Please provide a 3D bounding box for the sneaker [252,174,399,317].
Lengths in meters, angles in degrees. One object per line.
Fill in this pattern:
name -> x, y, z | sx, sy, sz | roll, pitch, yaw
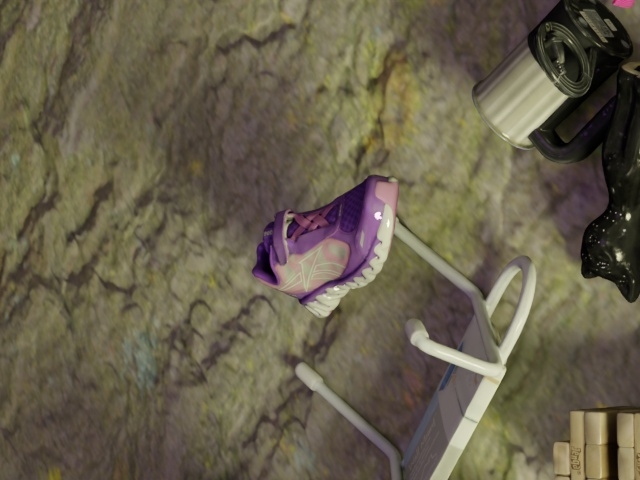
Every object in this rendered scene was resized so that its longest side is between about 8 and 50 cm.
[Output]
sneaker -> 0.000, 0.000, 1.605 | 0.236, 0.104, 0.095 | 134, 154, -57

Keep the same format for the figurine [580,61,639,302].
figurine -> 0.312, -0.017, 1.377 | 0.215, 0.092, 0.209 | 45, 127, 51

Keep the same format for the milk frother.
milk frother -> 0.198, -0.145, 1.459 | 0.135, 0.143, 0.129 | -46, 49, 33

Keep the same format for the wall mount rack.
wall mount rack -> 0.076, 0.130, 1.591 | 0.304, 0.130, 0.350 | -97, 30, -67

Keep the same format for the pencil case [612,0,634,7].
pencil case -> 0.272, -0.335, 1.433 | 0.104, 0.104, 0.236 | -25, 70, 41

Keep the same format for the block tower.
block tower -> 0.353, 0.188, 1.335 | 0.335, 0.097, 0.091 | -3, 87, 43
